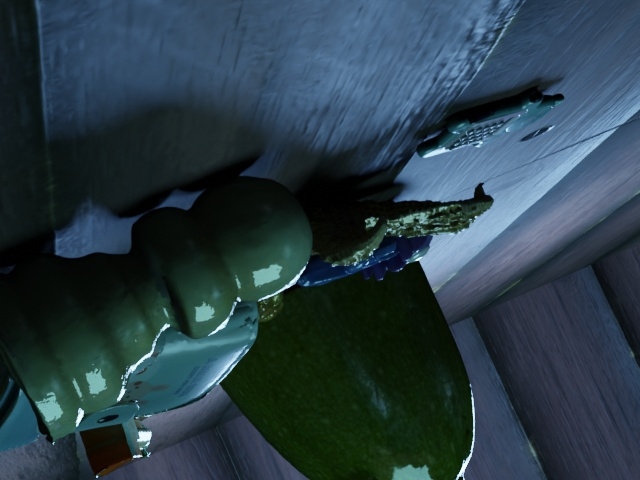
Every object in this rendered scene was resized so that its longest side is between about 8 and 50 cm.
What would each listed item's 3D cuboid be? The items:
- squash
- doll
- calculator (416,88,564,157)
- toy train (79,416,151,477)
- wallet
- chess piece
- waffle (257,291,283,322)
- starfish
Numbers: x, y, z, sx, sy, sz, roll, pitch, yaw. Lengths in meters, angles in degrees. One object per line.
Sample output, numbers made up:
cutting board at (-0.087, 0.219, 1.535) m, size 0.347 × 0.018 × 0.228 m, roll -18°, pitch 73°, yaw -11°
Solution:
squash at (0.037, 0.195, 1.896) m, size 0.310 × 0.308 × 0.310 m, roll -23°, pitch 173°, yaw -3°
doll at (0.045, 0.011, 1.582) m, size 0.206 × 0.067 × 0.110 m, roll -20°, pitch -176°, yaw -39°
calculator at (0.150, -0.102, 1.354) m, size 0.141 × 0.019 × 0.094 m, roll -17°, pitch 167°, yaw -37°
toy train at (-0.251, 0.225, 1.924) m, size 0.074 × 0.118 × 0.176 m, roll -22°, pitch 170°, yaw 5°
wallet at (-0.194, 0.116, 1.451) m, size 0.250 × 0.075 × 0.176 m, roll -11°, pitch 155°, yaw -33°
chess piece at (-0.120, 0.032, 1.136) m, size 0.243 × 0.133 × 0.133 m, roll -29°, pitch 173°, yaw -14°
waffle at (-0.128, 0.086, 1.651) m, size 0.192 × 0.046 × 0.160 m, roll -23°, pitch 171°, yaw -4°
starfish at (-0.002, -0.004, 1.411) m, size 0.302 × 0.060 × 0.299 m, roll -14°, pitch -177°, yaw 17°
